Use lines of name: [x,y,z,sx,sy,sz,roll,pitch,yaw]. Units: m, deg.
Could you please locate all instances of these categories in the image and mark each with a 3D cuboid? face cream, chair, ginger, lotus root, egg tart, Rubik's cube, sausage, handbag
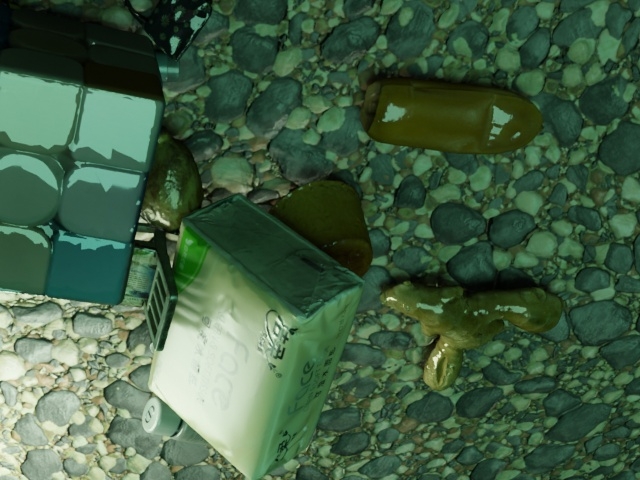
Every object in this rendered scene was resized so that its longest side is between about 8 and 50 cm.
face cream: [-0.246,0.415,2.078,0.314,0.089,0.143,20,116,-34]
chair: [-0.356,0.063,1.687,0.147,0.270,0.136,8,123,-20]
ginger: [0.335,0.165,2.026,0.363,0.122,0.348,-25,135,16]
lotus root: [-0.277,-0.110,1.672,0.138,0.138,0.214,-6,119,-10]
egg tart: [0.000,0.000,1.793,0.215,0.171,0.215,-14,138,-13]
Rubik's cube: [-0.444,-0.144,1.406,0.347,0.344,0.346,10,115,-20]
sausage: [0.252,-0.230,1.735,0.354,0.116,0.134,4,108,-20]
handbag: [-0.260,-0.386,1.535,0.139,0.072,0.115,34,110,-17]

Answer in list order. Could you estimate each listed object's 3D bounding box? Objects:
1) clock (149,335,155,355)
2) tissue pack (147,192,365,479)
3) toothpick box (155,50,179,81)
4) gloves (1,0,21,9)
clock: [-0.180,0.197,1.959,0.279,0.049,0.273,-42,123,15]
tissue pack: [-0.134,0.177,1.702,0.205,0.332,0.405,-24,140,-45]
toothpick box: [-0.285,-0.299,1.589,0.083,0.052,0.052,1,123,-13]
gloves: [-0.340,-0.435,1.413,0.331,0.154,0.141,-6,97,-6]
